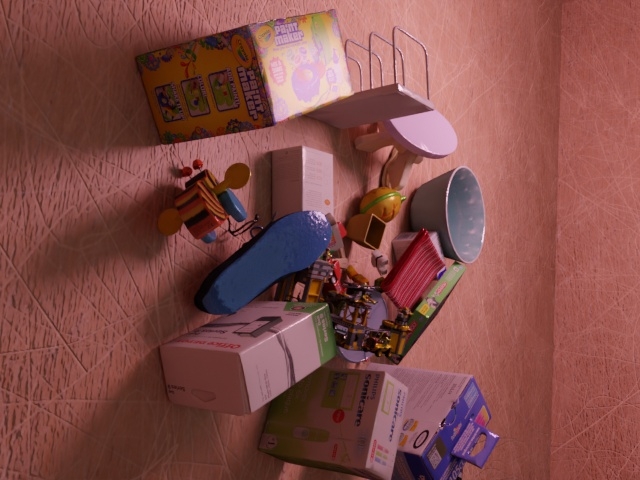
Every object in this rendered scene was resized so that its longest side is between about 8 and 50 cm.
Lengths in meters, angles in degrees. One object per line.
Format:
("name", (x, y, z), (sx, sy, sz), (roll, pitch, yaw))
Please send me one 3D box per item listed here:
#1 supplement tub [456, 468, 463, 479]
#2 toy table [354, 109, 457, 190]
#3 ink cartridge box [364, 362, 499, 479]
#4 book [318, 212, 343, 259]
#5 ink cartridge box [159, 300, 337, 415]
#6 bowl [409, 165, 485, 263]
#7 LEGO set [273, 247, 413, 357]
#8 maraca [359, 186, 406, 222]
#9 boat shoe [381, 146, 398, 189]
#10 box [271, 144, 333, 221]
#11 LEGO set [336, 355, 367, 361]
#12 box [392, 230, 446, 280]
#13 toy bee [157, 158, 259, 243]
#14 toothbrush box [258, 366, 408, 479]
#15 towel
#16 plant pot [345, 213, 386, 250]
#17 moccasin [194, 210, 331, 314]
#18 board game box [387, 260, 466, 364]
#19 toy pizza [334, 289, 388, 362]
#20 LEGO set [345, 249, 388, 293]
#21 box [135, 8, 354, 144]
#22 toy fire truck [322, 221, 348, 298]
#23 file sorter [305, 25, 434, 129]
("supplement tub", (0.287, 0.721, 1.908), (0.207, 0.207, 0.337), (41, 55, -46))
("toy table", (0.234, -0.285, 1.894), (0.274, 0.161, 0.252), (21, 54, -31))
("ink cartridge box", (0.225, 0.452, 1.638), (0.270, 0.396, 0.151), (-44, 116, -37))
("book", (0.000, 0.000, 1.610), (0.035, 0.096, 0.144), (57, -5, 25))
("ink cartridge box", (-0.135, 0.218, 1.328), (0.289, 0.211, 0.121), (-23, 107, -54))
("bowl", (0.395, -0.078, 2.161), (0.312, 0.163, 0.311), (5, 84, -56))
("LEGO set", (0.054, 0.123, 1.526), (0.255, 0.331, 0.192), (13, 92, -40))
("maraca", (0.175, -0.096, 1.892), (0.186, 0.127, 0.099), (-2, 62, -62))
("boat shoe", (0.238, -0.219, 2.022), (0.068, 0.072, 0.190), (50, 49, -42))
("box", (-0.041, -0.126, 1.594), (0.130, 0.091, 0.170), (7, 82, -55))
("LEGO set", (0.086, 0.301, 1.780), (0.182, 0.060, 0.244), (28, 66, -54))
("box", (0.300, 0.047, 2.047), (0.072, 0.126, 0.137), (-39, 119, -51))
("toy bee", (-0.228, -0.076, 1.294), (0.195, 0.298, 0.162), (-33, 88, -15))
("toothbrush box", (0.028, 0.394, 1.490), (0.122, 0.283, 0.206), (43, 54, -46))
("towel", (0.260, 0.093, 1.862), (0.198, 0.031, 0.275), (-53, 152, -5))
("plant pot", (0.115, -0.025, 1.815), (0.081, 0.083, 0.081), (31, 73, -49))
("moccasin", (-0.126, 0.032, 1.398), (0.342, 0.117, 0.137), (-30, 102, -35))
("board game box", (0.322, 0.213, 2.030), (0.317, 0.046, 0.213), (-38, 157, -50))
("toy pizza", (0.100, 0.217, 1.750), (0.201, 0.032, 0.201), (-9, 103, -42))
("LEGO set", (0.117, 0.110, 1.812), (0.087, 0.093, 0.227), (-23, 141, -19))
("box", (-0.137, -0.318, 1.305), (0.290, 0.279, 0.176), (-34, 115, -51))
("toy fire truck", (0.038, 0.064, 1.735), (0.135, 0.047, 0.192), (-51, 129, -46))
("file sorter", (0.113, -0.400, 1.678), (0.193, 0.278, 0.173), (7, 80, -55))
